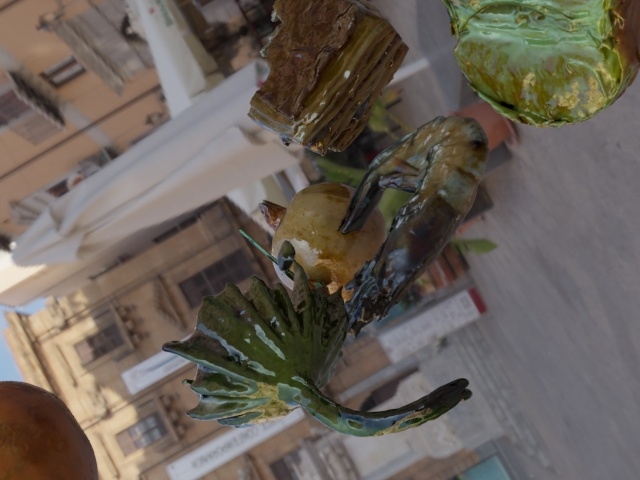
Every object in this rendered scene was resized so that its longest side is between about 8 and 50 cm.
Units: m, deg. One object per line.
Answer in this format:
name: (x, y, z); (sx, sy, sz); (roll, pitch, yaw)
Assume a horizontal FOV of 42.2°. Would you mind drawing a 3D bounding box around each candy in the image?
candy: (-0.056, 0.042, 1.278); (0.184, 0.049, 0.055); (41, 176, 6)

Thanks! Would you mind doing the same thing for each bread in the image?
bread: (0.000, -0.334, 1.602); (0.191, 0.314, 0.370); (29, -170, -39)

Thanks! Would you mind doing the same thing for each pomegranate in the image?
pomegranate: (0.016, 0.006, 1.366); (0.207, 0.207, 0.207); (60, -179, -3)

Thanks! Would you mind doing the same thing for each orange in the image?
orange: (-0.455, 0.348, 1.239); (0.284, 0.226, 0.284); (56, 168, 19)
orange: (0.280, -0.315, 1.057); (0.335, 0.262, 0.196); (55, -135, -39)

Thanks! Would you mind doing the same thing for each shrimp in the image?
shrimp: (0.107, -0.032, 1.193); (0.071, 0.365, 0.233); (38, 171, -34)

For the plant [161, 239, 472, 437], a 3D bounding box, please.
plant: (-0.034, 0.137, 0.920); (0.180, 0.251, 0.333); (54, 168, -18)
